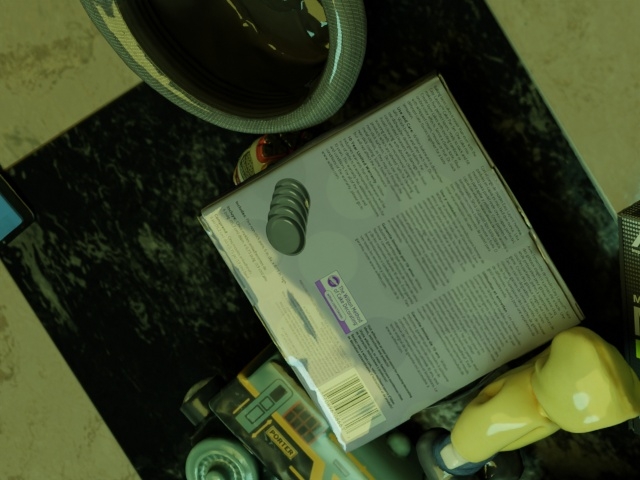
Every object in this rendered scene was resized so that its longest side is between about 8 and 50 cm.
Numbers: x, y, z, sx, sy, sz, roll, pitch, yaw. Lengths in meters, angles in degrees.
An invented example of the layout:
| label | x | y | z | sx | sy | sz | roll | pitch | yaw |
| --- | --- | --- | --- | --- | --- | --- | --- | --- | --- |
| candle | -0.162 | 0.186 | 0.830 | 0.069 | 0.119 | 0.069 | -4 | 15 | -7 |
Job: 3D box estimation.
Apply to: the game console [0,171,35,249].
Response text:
| label | x | y | z | sx | sy | sz | roll | pitch | yaw |
| --- | --- | --- | --- | --- | --- | --- | --- | --- | --- |
| game console | -0.381 | -0.029 | 1.820 | 0.122 | 0.107 | 0.071 | -36 | 64 | 37 |

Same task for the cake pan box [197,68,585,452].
| label | x | y | z | sx | sy | sz | roll | pitch | yaw |
| --- | --- | --- | --- | --- | --- | --- | --- | --- | --- |
| cake pan box | 0.065 | 0.022 | 1.514 | 0.246 | 0.070 | 0.267 | -31 | 97 | 10 |

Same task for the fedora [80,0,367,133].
| label | x | y | z | sx | sy | sz | roll | pitch | yaw |
| --- | --- | --- | --- | --- | --- | --- | --- | --- | --- |
| fedora | -0.069 | -0.227 | 1.500 | 0.275 | 0.124 | 0.243 | 39 | 129 | -1 |

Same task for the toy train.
| label | x | y | z | sx | sy | sz | roll | pitch | yaw |
| --- | --- | --- | --- | --- | --- | --- | --- | --- | --- |
| toy train | 0.015 | 0.239 | 1.679 | 0.334 | 0.142 | 0.190 | 47 | 118 | 2 |

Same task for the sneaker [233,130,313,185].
| label | x | y | z | sx | sy | sz | roll | pitch | yaw |
| --- | --- | --- | --- | --- | --- | --- | --- | --- | --- |
| sneaker | 0.000 | 0.000 | 1.609 | 0.093 | 0.088 | 0.225 | -22 | 99 | 55 |

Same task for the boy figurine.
| label | x | y | z | sx | sy | sz | roll | pitch | yaw |
| --- | --- | --- | --- | --- | --- | --- | --- | --- | --- |
| boy figurine | 0.192 | 0.145 | 1.488 | 0.092 | 0.177 | 0.285 | 62 | 150 | 10 |

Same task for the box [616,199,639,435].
| label | x | y | z | sx | sy | sz | roll | pitch | yaw |
| --- | --- | --- | --- | --- | --- | --- | --- | --- | --- |
| box | 0.366 | 0.093 | 1.383 | 0.270 | 0.060 | 0.216 | 20 | 128 | 42 |
